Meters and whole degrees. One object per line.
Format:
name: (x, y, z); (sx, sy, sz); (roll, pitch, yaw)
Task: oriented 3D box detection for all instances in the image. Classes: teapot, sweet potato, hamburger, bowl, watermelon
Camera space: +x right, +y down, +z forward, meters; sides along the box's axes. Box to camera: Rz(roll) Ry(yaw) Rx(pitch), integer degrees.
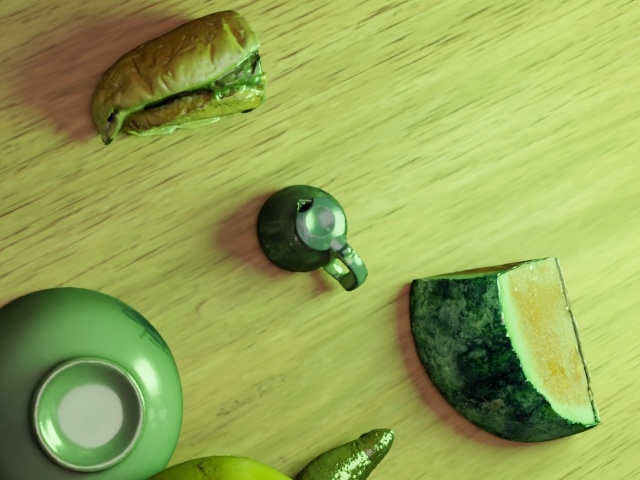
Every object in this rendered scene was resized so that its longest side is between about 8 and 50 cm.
teapot: (-0.010, 0.000, 1.828); (0.111, 0.108, 0.149); (-14, 90, -19)
sweet potato: (-0.002, 0.369, 1.811); (0.124, 0.098, 0.310); (23, 76, -38)
hamburger: (-0.178, -0.202, 1.767); (0.208, 0.155, 0.135); (-15, 87, -13)
bowl: (-0.281, 0.195, 1.696); (0.289, 0.146, 0.289); (2, 85, -21)
watermelon: (0.271, 0.133, 1.910); (0.318, 0.148, 0.226); (42, 66, -14)

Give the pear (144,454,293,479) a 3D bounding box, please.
pear: (-0.133, 0.404, 1.661); (0.285, 0.285, 0.336); (12, 126, -19)
